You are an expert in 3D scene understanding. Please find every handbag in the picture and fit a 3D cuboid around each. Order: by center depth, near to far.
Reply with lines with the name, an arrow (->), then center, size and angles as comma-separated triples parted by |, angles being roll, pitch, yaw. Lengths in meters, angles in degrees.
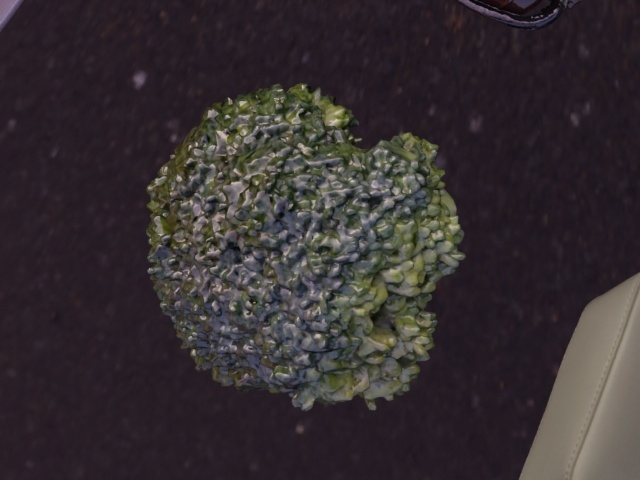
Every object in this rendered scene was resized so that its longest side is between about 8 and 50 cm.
handbag -> 0.252, 0.161, 1.165 | 0.219, 0.256, 0.079 | 39, 139, -10

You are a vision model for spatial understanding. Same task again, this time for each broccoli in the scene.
broccoli -> -0.013, 0.013, 1.320 | 0.260, 0.288, 0.235 | 30, 84, -44

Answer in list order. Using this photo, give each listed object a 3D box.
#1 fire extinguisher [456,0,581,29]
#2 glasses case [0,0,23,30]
fire extinguisher -> 0.110, -0.297, 1.533 | 0.341, 0.141, 0.105 | 26, 155, -15
glasses case -> -0.375, -0.223, 1.750 | 0.075, 0.113, 0.297 | 40, 88, -28
